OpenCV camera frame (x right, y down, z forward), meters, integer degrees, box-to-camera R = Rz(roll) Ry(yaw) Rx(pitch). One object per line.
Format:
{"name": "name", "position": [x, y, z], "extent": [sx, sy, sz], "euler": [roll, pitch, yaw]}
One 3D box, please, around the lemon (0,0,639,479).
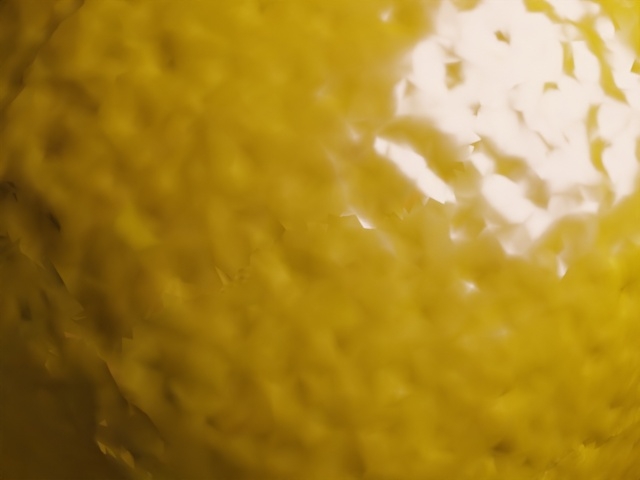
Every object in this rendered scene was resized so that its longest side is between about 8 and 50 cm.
{"name": "lemon", "position": [-0.001, 0.002, 0.693], "extent": [0.336, 0.336, 0.336], "euler": [29, 45, -34]}
